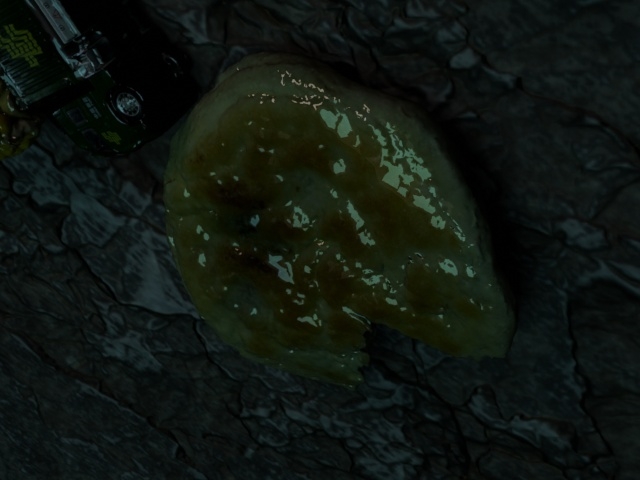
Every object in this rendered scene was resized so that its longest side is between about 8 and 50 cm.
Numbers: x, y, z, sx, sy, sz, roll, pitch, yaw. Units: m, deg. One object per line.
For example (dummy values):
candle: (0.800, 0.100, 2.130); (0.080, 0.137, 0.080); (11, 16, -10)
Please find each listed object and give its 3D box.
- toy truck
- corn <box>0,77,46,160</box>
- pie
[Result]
toy truck: (-0.211, -0.186, 0.964); (0.121, 0.088, 0.259); (-17, 114, 40)
corn: (-0.376, -0.114, 1.127); (0.313, 0.102, 0.102); (-3, 124, 35)
pie: (0.000, 0.000, 0.989); (0.337, 0.075, 0.337); (19, 134, 21)
